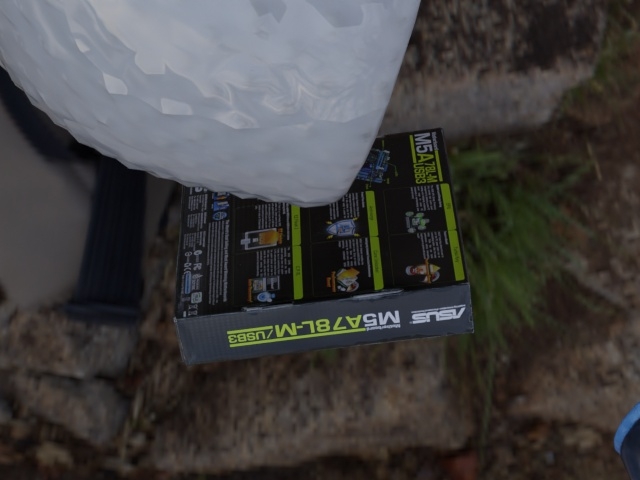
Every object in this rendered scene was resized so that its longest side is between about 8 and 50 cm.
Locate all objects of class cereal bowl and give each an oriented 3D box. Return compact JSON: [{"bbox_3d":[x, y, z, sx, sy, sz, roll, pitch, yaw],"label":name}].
[{"bbox_3d":[-0.043,-0.184,0.474,0.141,0.339,0.339,7,124,-6],"label":"cereal bowl"}]

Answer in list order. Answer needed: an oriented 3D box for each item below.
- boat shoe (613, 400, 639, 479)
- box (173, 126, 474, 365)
[{"bbox_3d":[0.266,0.068,0.791,0.258,0.089,0.109,-22,153,-2],"label":"boat shoe"},{"bbox_3d":[0.000,0.000,1.120,0.184,0.191,0.045,-6,124,1],"label":"box"}]
